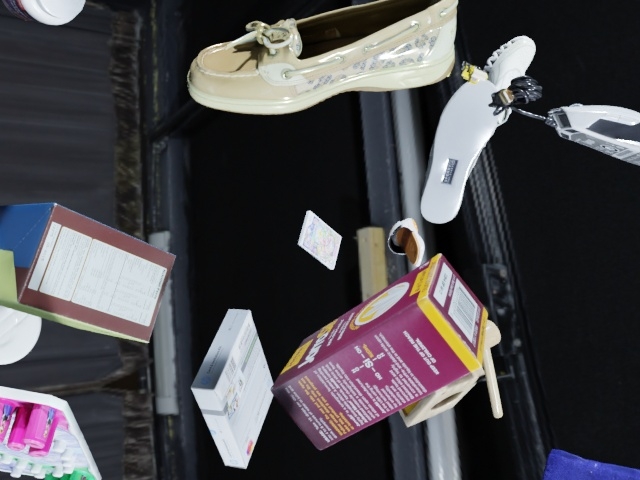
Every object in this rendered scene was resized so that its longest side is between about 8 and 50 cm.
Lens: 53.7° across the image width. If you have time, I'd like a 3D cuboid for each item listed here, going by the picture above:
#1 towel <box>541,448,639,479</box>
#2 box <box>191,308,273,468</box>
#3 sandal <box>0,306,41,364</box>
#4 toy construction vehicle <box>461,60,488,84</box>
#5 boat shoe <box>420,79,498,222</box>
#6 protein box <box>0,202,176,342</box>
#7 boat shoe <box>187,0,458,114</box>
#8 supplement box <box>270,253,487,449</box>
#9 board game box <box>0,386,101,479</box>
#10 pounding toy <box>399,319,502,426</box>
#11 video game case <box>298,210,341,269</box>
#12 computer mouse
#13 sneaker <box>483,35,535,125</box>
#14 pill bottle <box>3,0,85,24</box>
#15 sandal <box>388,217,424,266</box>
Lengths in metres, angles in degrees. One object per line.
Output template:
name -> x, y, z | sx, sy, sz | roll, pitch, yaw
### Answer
towel -> 0.495, 0.559, 1.171 | 0.228, 0.076, 0.308 | -1, -130, 49
box -> -0.120, 0.215, 0.918 | 0.145, 0.038, 0.186 | -69, 155, -46
sandal -> -0.660, 0.071, 1.063 | 0.102, 0.416, 0.169 | 20, -107, 48
toy construction vehicle -> 0.215, -0.264, 0.990 | 0.098, 0.086, 0.035 | -100, -150, -64
boat shoe -> 0.245, -0.162, 1.134 | 0.088, 0.096, 0.267 | -75, 176, -64
protein box -> -0.361, 0.047, 0.909 | 0.200, 0.201, 0.135 | 1, -110, 41
boat shoe -> 0.000, -0.203, 0.654 | 0.089, 0.286, 0.104 | 86, -11, -49
supplement box -> 0.057, 0.107, 0.605 | 0.188, 0.104, 0.080 | -36, -84, 26
board game box -> -0.482, 0.238, 0.753 | 0.390, 0.390, 0.050 | 110, -10, -56
pounding toy -> 0.159, 0.173, 0.852 | 0.181, 0.094, 0.206 | 62, -26, 27
video game case -> 0.000, 0.000, 1.430 | 0.011, 0.122, 0.087 | -10, -126, 39
computer mouse -> 0.272, -0.124, 0.646 | 0.106, 0.193, 0.042 | -5, 116, -83
sneaker -> 0.428, -0.348, 1.522 | 0.292, 0.110, 0.118 | -56, -140, 16
pill bottle -> -0.500, -0.449, 1.146 | 0.194, 0.108, 0.108 | 25, -69, 46
sandal -> 0.244, -0.004, 1.872 | 0.265, 0.076, 0.101 | -105, -153, -71
